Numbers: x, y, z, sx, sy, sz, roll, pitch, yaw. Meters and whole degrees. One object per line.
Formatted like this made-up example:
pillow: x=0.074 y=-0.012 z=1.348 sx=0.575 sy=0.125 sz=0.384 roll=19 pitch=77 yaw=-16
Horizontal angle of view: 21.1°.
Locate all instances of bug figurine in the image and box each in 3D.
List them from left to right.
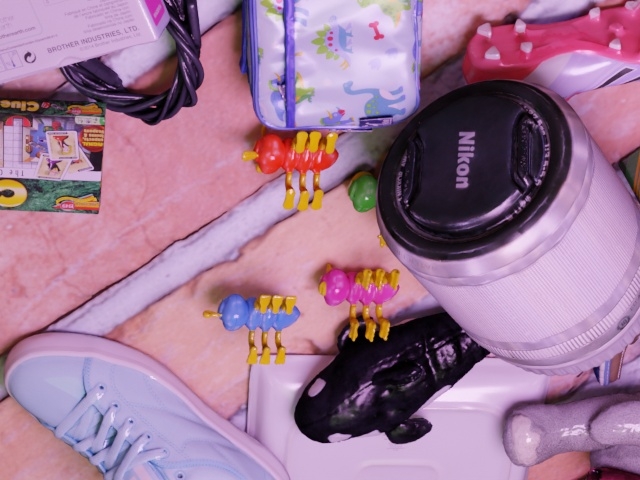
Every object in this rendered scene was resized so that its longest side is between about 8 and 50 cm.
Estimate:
bug figurine: x=0.000 y=0.000 z=1.807 sx=0.216 sy=0.072 sz=0.279 roll=6 pitch=118 yaw=-18

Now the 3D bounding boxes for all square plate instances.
square plate: x=0.081 y=0.284 z=2.016 sx=0.347 sy=0.049 sz=0.344 roll=1 pitch=123 yaw=-8

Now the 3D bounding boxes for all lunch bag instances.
lunch bag: x=0.010 y=-0.212 z=1.662 sx=0.176 sy=0.090 sz=0.219 roll=-1 pitch=122 yaw=-3

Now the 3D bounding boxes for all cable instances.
cable: x=-0.188 y=-0.186 z=1.668 sx=0.150 sy=0.047 sz=0.184 roll=-1 pitch=130 yaw=2

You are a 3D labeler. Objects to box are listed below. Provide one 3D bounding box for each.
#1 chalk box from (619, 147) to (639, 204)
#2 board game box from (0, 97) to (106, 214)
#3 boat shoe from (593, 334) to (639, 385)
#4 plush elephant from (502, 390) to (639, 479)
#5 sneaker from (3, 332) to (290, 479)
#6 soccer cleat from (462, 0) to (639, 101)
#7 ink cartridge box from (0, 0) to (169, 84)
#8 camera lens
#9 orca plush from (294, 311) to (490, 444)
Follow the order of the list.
chalk box: x=0.417 y=-0.022 z=1.759 sx=0.132 sy=0.213 sz=0.132 roll=-35 pitch=120 yaw=15
board game box: x=-0.347 y=-0.087 z=1.719 sx=0.260 sy=0.030 sz=0.136 roll=2 pitch=137 yaw=-8
boat shoe: x=0.336 y=0.083 z=1.905 sx=0.066 sy=0.066 sz=0.183 roll=-5 pitch=123 yaw=-6
plush elephant: x=0.405 y=0.306 z=1.932 sx=0.330 sy=0.255 sz=0.272 roll=-19 pitch=137 yaw=-1
sneaker: x=-0.185 y=0.232 z=1.871 sx=0.366 sy=0.150 sz=0.135 roll=30 pitch=114 yaw=-13
soccer cleat: x=0.265 y=-0.178 z=1.727 sx=0.248 sy=0.083 sz=0.095 roll=-5 pitch=142 yaw=-4
ink cartridge box: x=-0.279 y=-0.302 z=1.549 sx=0.186 sy=0.065 sz=0.311 roll=-12 pitch=121 yaw=18
camera lens: x=0.198 y=-0.011 z=1.705 sx=0.219 sy=0.219 sz=0.274 roll=-31 pitch=139 yaw=13
orca plush: x=0.110 y=0.152 z=1.866 sx=0.287 sy=0.102 sz=0.151 roll=-10 pitch=97 yaw=-2
